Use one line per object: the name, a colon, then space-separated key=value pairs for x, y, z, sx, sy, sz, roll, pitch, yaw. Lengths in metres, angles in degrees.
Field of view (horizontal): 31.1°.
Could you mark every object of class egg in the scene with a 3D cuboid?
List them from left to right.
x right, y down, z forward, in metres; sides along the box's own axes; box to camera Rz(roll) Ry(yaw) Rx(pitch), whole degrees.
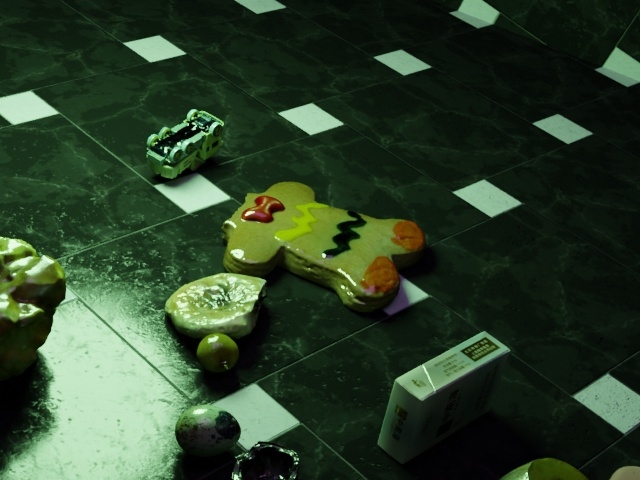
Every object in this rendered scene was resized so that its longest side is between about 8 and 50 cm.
egg: x=-0.182 y=0.309 z=1.865 sx=0.110 sy=0.085 sz=0.085 roll=8 pitch=33 yaw=-19

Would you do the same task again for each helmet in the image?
helmet: x=-0.086 y=0.378 z=1.807 sx=0.098 sy=0.070 sz=0.123 roll=19 pitch=41 yaw=21

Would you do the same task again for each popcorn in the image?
popcorn: x=-0.535 y=0.113 z=1.914 sx=0.206 sy=0.237 sz=0.251 roll=41 pitch=-11 yaw=-18

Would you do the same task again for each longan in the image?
longan: x=-0.181 y=0.203 z=2.035 sx=0.075 sy=0.075 sz=0.083 roll=-3 pitch=31 yaw=-22

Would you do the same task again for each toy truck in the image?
toy truck: x=-0.302 y=-0.200 z=2.559 sx=0.085 sy=0.116 sz=0.191 roll=29 pitch=46 yaw=24

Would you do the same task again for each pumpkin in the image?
pumpkin: x=0.362 y=0.430 z=1.831 sx=0.218 sy=0.110 sz=0.217 roll=7 pitch=31 yaw=-4

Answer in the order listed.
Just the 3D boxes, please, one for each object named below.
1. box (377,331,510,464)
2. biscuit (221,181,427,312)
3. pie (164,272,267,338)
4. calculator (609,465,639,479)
box: x=0.214 y=0.269 z=1.986 sx=0.243 sy=0.155 sz=0.067 roll=-21 pitch=44 yaw=-41
biscuit: x=0.000 y=0.000 z=2.390 sx=0.394 sy=0.076 sz=0.368 roll=21 pitch=34 yaw=13
pie: x=-0.198 y=0.123 z=2.160 sx=0.185 sy=0.052 sz=0.218 roll=-1 pitch=28 yaw=8
calculator: x=0.610 y=0.478 z=1.897 sx=0.330 sy=0.048 sz=0.220 roll=21 pitch=36 yaw=18
